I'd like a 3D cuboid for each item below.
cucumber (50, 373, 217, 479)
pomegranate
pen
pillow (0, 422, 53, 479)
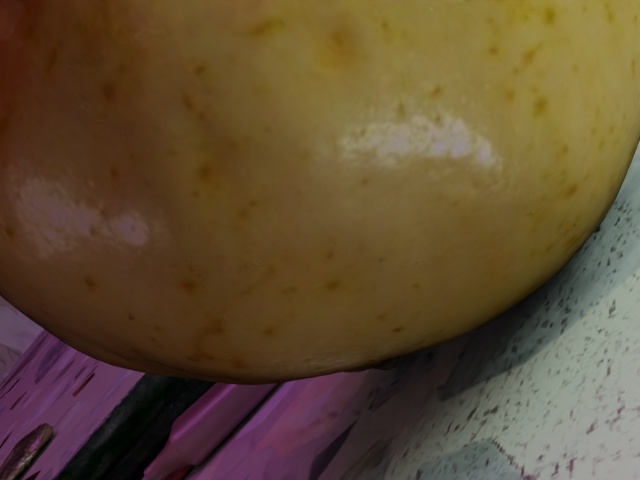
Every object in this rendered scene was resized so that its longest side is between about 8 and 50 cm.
[{"bbox_3d":[-0.145,0.153,1.084,0.244,0.063,0.115,-50,1,-11],"label":"cucumber"},{"bbox_3d":[-0.019,-0.097,0.673,0.411,0.411,0.411,-46,10,10],"label":"pomegranate"},{"bbox_3d":[-0.067,0.120,0.969,0.197,0.032,0.053,-44,11,10],"label":"pen"},{"bbox_3d":[-0.448,0.338,1.799,0.135,0.034,0.211,-39,11,52],"label":"pillow"}]
